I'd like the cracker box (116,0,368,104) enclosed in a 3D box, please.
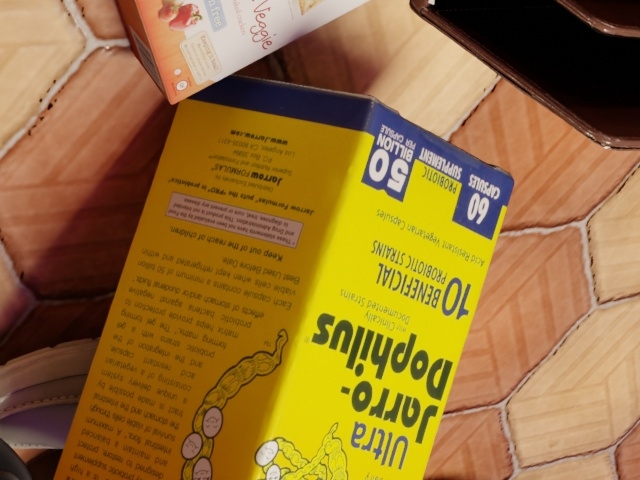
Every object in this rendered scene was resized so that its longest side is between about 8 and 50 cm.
[{"bbox_3d":[-0.036,-0.217,1.230,0.232,0.067,0.156,-30,142,-11],"label":"cracker box"}]

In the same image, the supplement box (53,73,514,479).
[{"bbox_3d":[-0.027,0.076,1.313,0.194,0.195,0.357,23,83,-49],"label":"supplement box"}]

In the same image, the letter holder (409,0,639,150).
[{"bbox_3d":[0.258,-0.189,1.323,0.301,0.214,0.152,-10,135,-49],"label":"letter holder"}]

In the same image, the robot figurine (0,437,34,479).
[{"bbox_3d":[-0.309,0.231,1.334,0.173,0.209,0.278,-15,164,-26],"label":"robot figurine"}]

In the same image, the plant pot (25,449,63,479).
[{"bbox_3d":[-0.174,0.321,1.477,0.215,0.230,0.215,-7,115,-16],"label":"plant pot"}]

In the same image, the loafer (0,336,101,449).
[{"bbox_3d":[-0.153,0.144,1.449,0.319,0.111,0.112,-4,154,-34],"label":"loafer"}]
